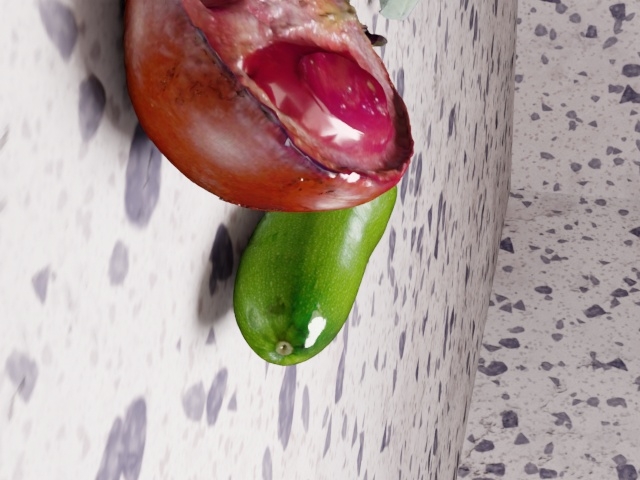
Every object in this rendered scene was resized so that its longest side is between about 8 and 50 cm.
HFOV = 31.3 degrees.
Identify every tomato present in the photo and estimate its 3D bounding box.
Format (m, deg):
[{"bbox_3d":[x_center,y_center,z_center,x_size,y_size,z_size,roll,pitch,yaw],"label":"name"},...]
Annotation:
[{"bbox_3d":[-0.043,-0.085,0.570,0.189,0.099,0.173,58,28,8],"label":"tomato"}]

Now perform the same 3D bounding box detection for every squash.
[{"bbox_3d":[-0.002,-0.001,0.793,0.292,0.082,0.082,-61,153,-64],"label":"squash"}]

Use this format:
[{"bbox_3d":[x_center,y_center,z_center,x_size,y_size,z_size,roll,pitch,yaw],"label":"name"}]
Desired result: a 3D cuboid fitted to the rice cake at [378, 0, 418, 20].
[{"bbox_3d":[0.112,-0.308,1.026,0.237,0.043,0.127,130,-25,-52],"label":"rice cake"}]
